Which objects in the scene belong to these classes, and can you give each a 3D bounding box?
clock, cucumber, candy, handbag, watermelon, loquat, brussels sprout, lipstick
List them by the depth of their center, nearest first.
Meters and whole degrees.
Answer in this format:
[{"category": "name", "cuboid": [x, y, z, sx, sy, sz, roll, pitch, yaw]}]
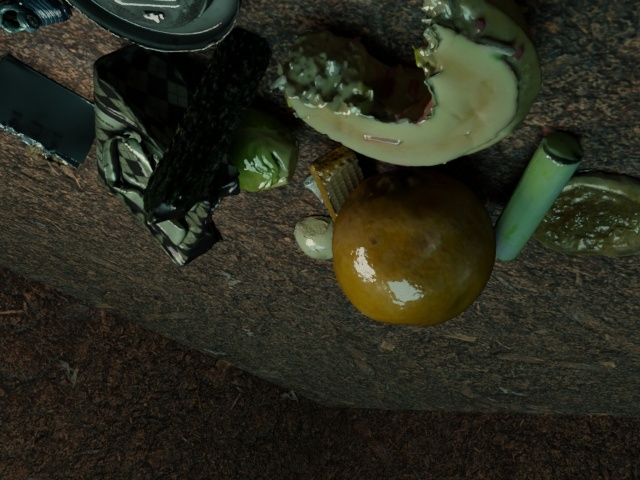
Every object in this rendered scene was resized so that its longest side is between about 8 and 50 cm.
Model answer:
[{"category": "clock", "cuboid": [-0.255, -0.397, 0.939, 0.313, 0.061, 0.312, 12, 156, 6]}, {"category": "cucumber", "cuboid": [-0.175, -0.171, 1.023, 0.096, 0.359, 0.096, 15, 153, 8]}, {"category": "lipstick", "cuboid": [0.383, -0.072, 1.203, 0.076, 0.076, 0.304, 14, 145, 3]}, {"category": "brussels sprout", "cuboid": [-0.131, -0.174, 1.244, 0.181, 0.161, 0.144, 6, -166, 18]}, {"category": "handbag", "cuboid": [-0.293, -0.132, 1.266, 0.316, 0.180, 0.416, 51, 155, 7]}, {"category": "loquat", "cuboid": [0.175, 0.011, 1.274, 0.328, 0.328, 0.328, 12, 156, 6]}, {"category": "handbag", "cuboid": [-0.558, -0.253, 1.323, 0.221, 0.144, 0.057, 32, 144, -31]}, {"category": "watermelon", "cuboid": [0.002, -0.108, 1.417, 0.085, 0.061, 0.085, 8, 152, 5]}, {"category": "candy", "cuboid": [-0.613, -0.211, 1.521, 0.110, 0.085, 0.095, 5, 162, 45]}]

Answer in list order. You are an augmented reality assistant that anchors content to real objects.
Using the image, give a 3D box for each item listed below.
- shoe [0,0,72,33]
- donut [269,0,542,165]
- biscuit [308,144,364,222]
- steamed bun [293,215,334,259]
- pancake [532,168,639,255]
[{"category": "shoe", "cuboid": [-0.481, -0.378, 1.100, 0.143, 0.071, 0.064, 2, 154, 16]}, {"category": "donut", "cuboid": [0.143, -0.237, 0.952, 0.307, 0.150, 0.371, 31, 151, -33]}, {"category": "biscuit", "cuboid": [0.065, -0.071, 1.421, 0.054, 0.094, 0.378, 51, 174, 31]}, {"category": "steamed bun", "cuboid": [0.000, 0.000, 1.616, 0.130, 0.091, 0.112, 5, 156, 20]}, {"category": "pancake", "cuboid": [0.518, -0.043, 1.286, 0.282, 0.049, 0.282, 13, 153, 7]}]
